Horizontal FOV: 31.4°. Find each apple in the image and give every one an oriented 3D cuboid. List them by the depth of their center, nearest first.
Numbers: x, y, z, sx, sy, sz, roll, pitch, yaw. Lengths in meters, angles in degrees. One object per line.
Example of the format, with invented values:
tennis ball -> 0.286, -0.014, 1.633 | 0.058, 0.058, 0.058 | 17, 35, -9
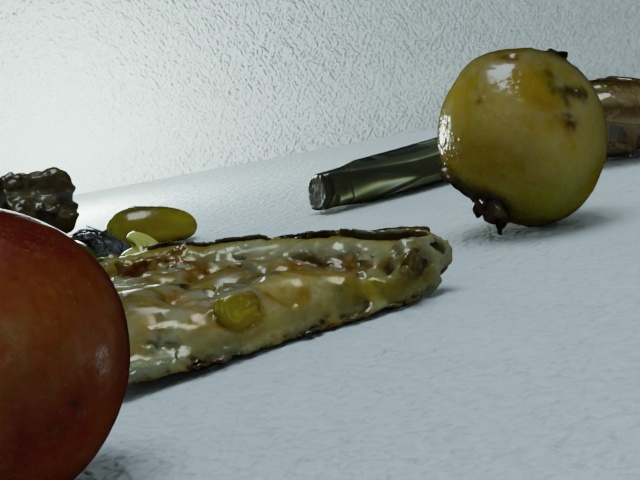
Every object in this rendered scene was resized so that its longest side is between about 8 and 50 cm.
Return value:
apple -> -0.243, 0.085, 0.799 | 0.218, 0.218, 0.201 | -7, 17, 18

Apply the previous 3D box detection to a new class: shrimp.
shrimp -> -0.366, 0.007, 1.818 | 0.065, 0.057, 0.165 | 3, -10, 41

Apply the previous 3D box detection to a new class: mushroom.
mushroom -> 0.525, -0.220, 2.017 | 0.278, 0.146, 0.278 | 2, -9, 0

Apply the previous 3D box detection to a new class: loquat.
loquat -> 0.262, -0.129, 1.500 | 0.244, 0.244, 0.244 | -10, 9, 2

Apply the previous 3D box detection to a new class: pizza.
pizza -> -0.128, 0.052, 1.264 | 0.435, 0.080, 0.392 | -13, 11, -31

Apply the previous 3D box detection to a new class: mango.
mango -> -0.291, -0.024, 1.965 | 0.161, 0.076, 0.103 | -5, 0, -20

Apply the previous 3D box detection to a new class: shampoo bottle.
shampoo bottle -> 0.131, -0.125, 2.083 | 0.350, 0.084, 0.125 | -17, 9, -35

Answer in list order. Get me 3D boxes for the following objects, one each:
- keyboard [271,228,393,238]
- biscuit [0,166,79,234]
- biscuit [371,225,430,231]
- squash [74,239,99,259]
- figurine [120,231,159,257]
keyboard -> 0.000, 0.002, 1.469 | 0.196, 0.015, 0.074 | -4, 14, 36
biscuit -> -0.558, -0.031, 1.723 | 0.268, 0.115, 0.366 | -37, -28, 20
biscuit -> 0.032, 0.017, 1.486 | 0.228, 0.031, 0.176 | -8, 10, 6
squash -> -0.382, 0.037, 1.676 | 0.080, 0.071, 0.318 | -26, 15, -31
figurine -> -0.220, 0.044, 1.488 | 0.083, 0.083, 0.187 | -13, 20, -17
